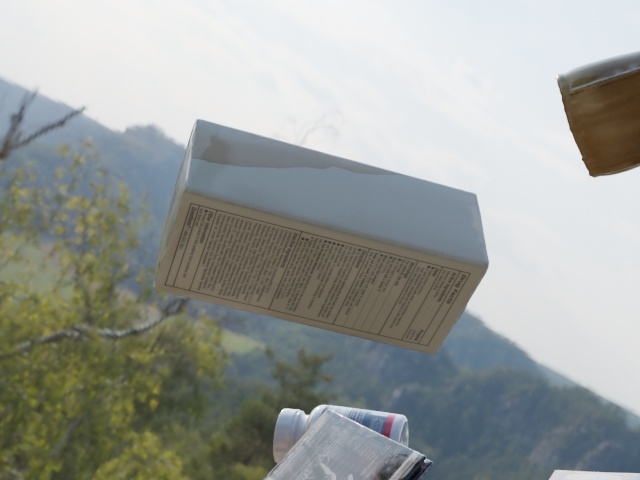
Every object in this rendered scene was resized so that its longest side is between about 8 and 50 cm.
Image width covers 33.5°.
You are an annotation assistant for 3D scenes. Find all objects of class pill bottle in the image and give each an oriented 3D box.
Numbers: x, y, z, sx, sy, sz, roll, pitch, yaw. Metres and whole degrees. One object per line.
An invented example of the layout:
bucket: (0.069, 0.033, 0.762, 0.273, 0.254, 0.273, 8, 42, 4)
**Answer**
pill bottle: (0.029, 0.293, 1.522, 0.180, 0.108, 0.108, 5, -10, 14)

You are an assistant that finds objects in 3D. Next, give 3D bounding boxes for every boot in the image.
boot: (0.338, -0.109, 0.828, 0.270, 0.089, 0.236, -20, -33, 17)

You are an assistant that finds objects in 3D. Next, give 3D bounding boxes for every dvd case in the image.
dvd case: (0.007, 0.268, 1.141, 0.018, 0.164, 0.221, 51, -17, -20)

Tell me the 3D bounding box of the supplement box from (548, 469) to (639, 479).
supplement box: (0.303, 0.308, 1.179, 0.104, 0.080, 0.188, -2, -5, 17)

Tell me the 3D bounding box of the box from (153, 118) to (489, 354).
box: (0.000, 0.000, 1.091, 0.311, 0.148, 0.121, 15, 40, -13)
